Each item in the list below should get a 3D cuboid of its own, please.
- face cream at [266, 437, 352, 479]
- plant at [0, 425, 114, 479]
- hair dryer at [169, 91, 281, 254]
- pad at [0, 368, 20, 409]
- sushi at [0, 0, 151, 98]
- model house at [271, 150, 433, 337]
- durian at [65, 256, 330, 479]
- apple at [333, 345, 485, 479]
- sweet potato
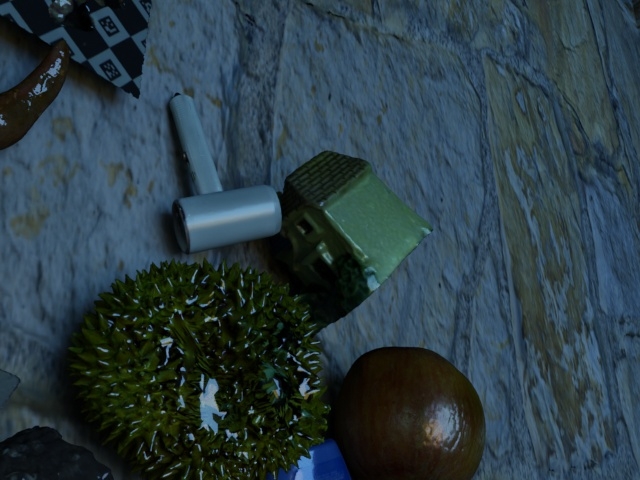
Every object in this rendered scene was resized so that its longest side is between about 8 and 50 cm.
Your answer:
[{"bbox_3d":[0.002,0.388,0.978,0.149,0.083,0.264,1,72,-46],"label":"face cream"},{"bbox_3d":[-0.298,0.284,0.646,0.274,0.149,0.146,-48,146,-43],"label":"plant"},{"bbox_3d":[-0.148,-0.099,1.037,0.131,0.073,0.236,-13,64,-21],"label":"hair dryer"},{"bbox_3d":[-0.384,0.182,0.628,0.159,0.009,0.265,21,48,6],"label":"pad"},{"bbox_3d":[-0.320,-0.305,0.970,0.231,0.047,0.220,30,48,-41],"label":"sushi"},{"bbox_3d":[0.000,0.000,1.080,0.189,0.214,0.195,51,53,-1],"label":"model house"},{"bbox_3d":[-0.121,0.146,0.863,0.291,0.225,0.291,4,66,-8],"label":"durian"},{"bbox_3d":[0.122,0.251,1.076,0.211,0.211,0.188,32,53,-35],"label":"apple"},{"bbox_3d":[-0.356,-0.131,0.833,0.255,0.058,0.078,-44,137,-41],"label":"sweet potato"}]
